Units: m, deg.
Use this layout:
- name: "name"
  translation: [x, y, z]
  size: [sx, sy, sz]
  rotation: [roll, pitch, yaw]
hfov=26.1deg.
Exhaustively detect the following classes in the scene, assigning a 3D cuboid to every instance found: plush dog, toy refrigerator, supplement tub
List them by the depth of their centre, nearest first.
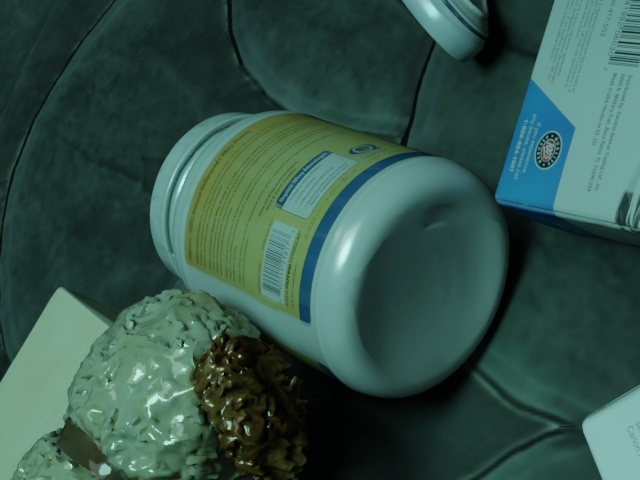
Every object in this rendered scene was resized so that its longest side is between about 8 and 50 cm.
- name: "plush dog"
  translation: [-0.106, 0.135, 0.795]
  size: [0.262, 0.210, 0.225]
  rotation: [19, 86, 59]
- name: "supplement tub"
  translation: [0.000, 0.000, 0.850]
  size: [0.199, 0.144, 0.144]
  rotation: [23, 85, 46]
- name: "toy refrigerator"
  translation: [-0.195, 0.180, 0.971]
  size: [0.102, 0.094, 0.270]
  rotation: [32, 92, 40]

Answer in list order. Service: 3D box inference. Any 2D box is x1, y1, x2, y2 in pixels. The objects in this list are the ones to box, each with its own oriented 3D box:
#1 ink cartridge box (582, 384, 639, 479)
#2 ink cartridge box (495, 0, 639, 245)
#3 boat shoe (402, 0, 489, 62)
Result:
- name: "ink cartridge box"
  translation: [0.280, 0.106, 0.562]
  size: [0.283, 0.117, 0.207]
  rotation: [-35, 49, 24]
- name: "ink cartridge box"
  translation: [0.205, -0.062, 0.735]
  size: [0.190, 0.082, 0.140]
  rotation: [15, 87, 44]
- name: "boat shoe"
  translation: [0.078, -0.219, 0.939]
  size: [0.075, 0.083, 0.226]
  rotation: [-38, 47, 22]
